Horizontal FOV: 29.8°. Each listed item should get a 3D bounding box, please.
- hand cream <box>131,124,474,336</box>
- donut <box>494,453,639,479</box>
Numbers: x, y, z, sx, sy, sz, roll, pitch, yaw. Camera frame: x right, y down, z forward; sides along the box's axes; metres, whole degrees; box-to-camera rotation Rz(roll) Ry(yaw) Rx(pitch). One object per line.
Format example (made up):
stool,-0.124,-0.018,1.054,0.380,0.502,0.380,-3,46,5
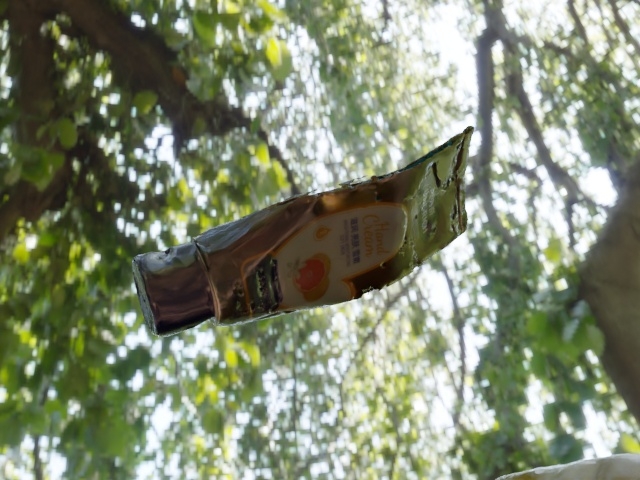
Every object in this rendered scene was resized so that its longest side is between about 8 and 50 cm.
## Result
hand cream,0.000,0.000,0.516,0.163,0.039,0.062,-19,-52,-20
donut,0.152,0.209,0.508,0.208,0.261,0.128,-58,-35,-1
